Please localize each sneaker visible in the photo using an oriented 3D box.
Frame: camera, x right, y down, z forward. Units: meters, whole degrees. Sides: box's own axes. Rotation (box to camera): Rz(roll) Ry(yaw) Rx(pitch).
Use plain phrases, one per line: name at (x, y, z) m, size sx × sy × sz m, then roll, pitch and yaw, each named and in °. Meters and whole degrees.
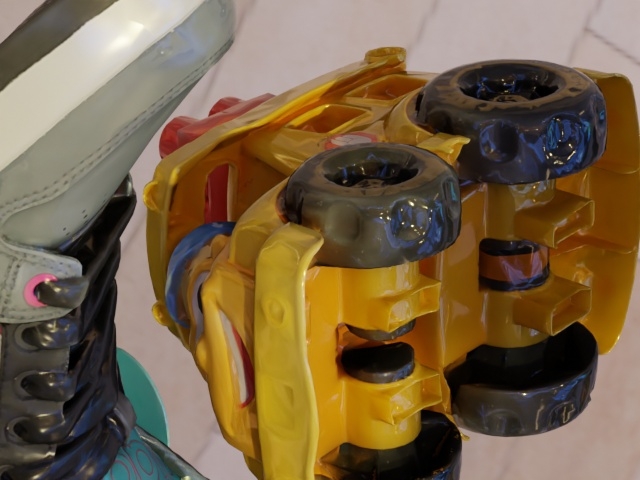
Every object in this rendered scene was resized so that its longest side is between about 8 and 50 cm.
sneaker at (-0.078, 0.051, 0.591) m, size 0.178 × 0.295 × 0.124 m, roll 43°, pitch 36°, yaw -6°

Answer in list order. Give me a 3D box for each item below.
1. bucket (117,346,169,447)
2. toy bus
bucket at (-0.208, 0.141, 0.948) m, size 0.281 × 0.183 × 0.281 m, roll 4°, pitch 74°, yaw -12°
toy bus at (0.000, 0.000, 0.821) m, size 0.220 × 0.211 × 0.149 m, roll -30°, pitch 129°, yaw -43°
